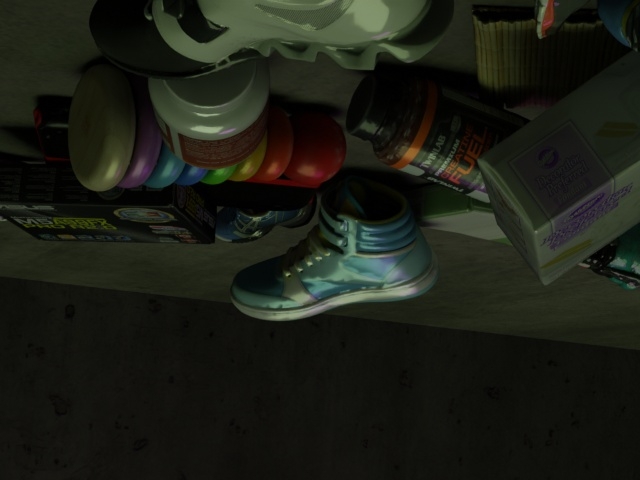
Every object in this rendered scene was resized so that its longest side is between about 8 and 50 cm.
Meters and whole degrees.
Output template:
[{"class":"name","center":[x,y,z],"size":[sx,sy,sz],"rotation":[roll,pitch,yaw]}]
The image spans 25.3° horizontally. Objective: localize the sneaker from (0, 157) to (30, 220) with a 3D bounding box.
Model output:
[{"class":"sneaker","center":[-0.508,-0.091,2.045],"size":[0.237,0.095,0.104],"rotation":[8,162,-17]}]

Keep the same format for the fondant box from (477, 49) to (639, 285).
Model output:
[{"class":"fondant box","center":[0.291,-0.078,1.431],"size":[0.238,0.096,0.330],"rotation":[-35,165,3]}]

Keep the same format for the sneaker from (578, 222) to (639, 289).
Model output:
[{"class":"sneaker","center":[0.378,-0.001,1.908],"size":[0.179,0.123,0.295],"rotation":[15,-173,11]}]

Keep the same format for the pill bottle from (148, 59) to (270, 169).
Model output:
[{"class":"pill bottle","center":[-0.110,-0.150,1.435],"size":[0.121,0.121,0.216],"rotation":[4,171,-3]}]

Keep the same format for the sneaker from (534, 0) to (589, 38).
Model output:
[{"class":"sneaker","center":[0.208,-0.207,1.168],"size":[0.065,0.061,0.158],"rotation":[-4,170,5]}]

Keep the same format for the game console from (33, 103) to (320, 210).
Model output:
[{"class":"game console","center":[-0.181,-0.114,1.908],"size":[0.387,0.060,0.342],"rotation":[5,167,-7]}]

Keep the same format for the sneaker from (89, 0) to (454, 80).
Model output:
[{"class":"sneaker","center":[-0.069,-0.214,1.133],"size":[0.331,0.122,0.146],"rotation":[-1,151,31]}]

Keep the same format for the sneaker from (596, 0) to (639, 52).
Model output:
[{"class":"sneaker","center":[0.332,-0.201,1.183],"size":[0.209,0.069,0.082],"rotation":[-5,-149,-11]}]

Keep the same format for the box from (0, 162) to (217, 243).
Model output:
[{"class":"box","center":[-0.298,-0.049,1.959],"size":[0.270,0.060,0.216],"rotation":[1,167,10]}]

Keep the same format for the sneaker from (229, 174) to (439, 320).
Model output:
[{"class":"sneaker","center":[0.000,0.000,2.088],"size":[0.319,0.127,0.208],"rotation":[-12,133,9]}]

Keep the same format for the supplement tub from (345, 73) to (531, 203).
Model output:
[{"class":"supplement tub","center":[0.129,-0.115,1.547],"size":[0.198,0.106,0.106],"rotation":[19,166,-18]}]

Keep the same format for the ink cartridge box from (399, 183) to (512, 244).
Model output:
[{"class":"ink cartridge box","center":[0.257,-0.041,2.125],"size":[0.235,0.056,0.171],"rotation":[8,170,-32]}]

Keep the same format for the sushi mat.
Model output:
[{"class":"sushi mat","center":[0.233,-0.177,1.449],"size":[0.152,0.019,0.316],"rotation":[2,170,8]}]

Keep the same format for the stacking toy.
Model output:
[{"class":"stacking toy","center":[-0.115,-0.121,1.646],"size":[0.330,0.141,0.141],"rotation":[1,173,-31]}]

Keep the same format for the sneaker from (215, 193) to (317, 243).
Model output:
[{"class":"sneaker","center":[-0.102,-0.051,2.180],"size":[0.081,0.080,0.211],"rotation":[21,152,-40]}]
